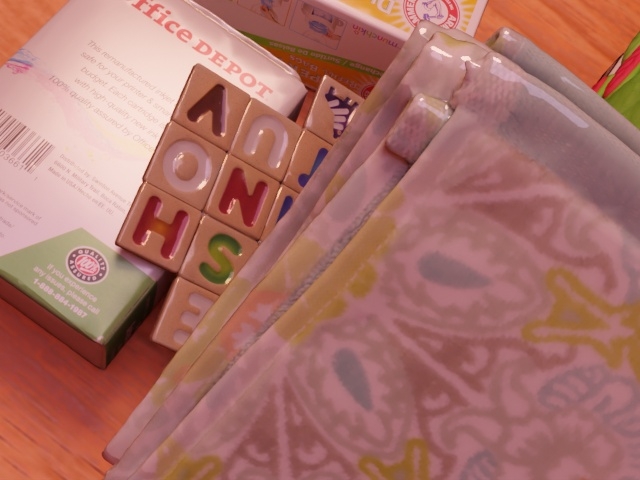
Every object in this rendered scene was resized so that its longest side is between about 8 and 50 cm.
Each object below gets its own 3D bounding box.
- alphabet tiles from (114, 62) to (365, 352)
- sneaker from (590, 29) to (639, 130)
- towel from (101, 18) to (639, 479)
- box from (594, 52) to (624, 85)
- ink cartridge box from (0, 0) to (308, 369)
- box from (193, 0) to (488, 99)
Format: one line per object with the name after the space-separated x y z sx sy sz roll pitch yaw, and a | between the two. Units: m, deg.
0.000 0.000 0.538 0.237 0.009 0.198 29 71 -27 | alphabet tiles
0.293 -0.079 0.561 0.202 0.185 0.483 40 71 1 | sneaker
0.108 0.119 0.434 0.374 0.090 0.320 38 111 -5 | towel
0.216 -0.035 0.645 0.114 0.036 0.207 39 67 4 | box
-0.131 -0.052 0.546 0.154 0.093 0.212 35 68 1 | ink cartridge box
0.012 -0.180 0.618 0.203 0.103 0.114 23 67 -3 | box
